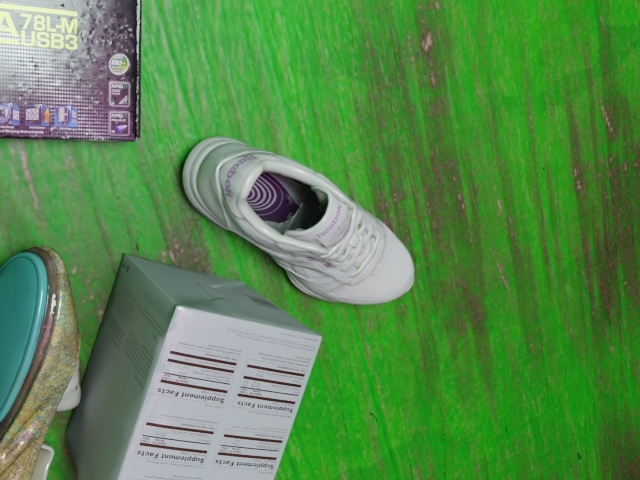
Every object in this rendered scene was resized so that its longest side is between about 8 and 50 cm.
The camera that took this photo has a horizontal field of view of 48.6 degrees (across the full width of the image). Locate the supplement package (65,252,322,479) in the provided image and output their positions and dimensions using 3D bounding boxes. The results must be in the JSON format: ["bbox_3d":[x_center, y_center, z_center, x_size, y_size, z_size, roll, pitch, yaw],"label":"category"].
[{"bbox_3d":[-0.130,0.144,0.684,0.149,0.194,0.203,17,94,-30],"label":"supplement package"}]

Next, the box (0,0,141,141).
[{"bbox_3d":[-0.256,-0.182,0.625,0.191,0.045,0.184,-2,105,-29],"label":"box"}]

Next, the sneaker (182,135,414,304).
[{"bbox_3d":[0.000,0.000,0.747,0.305,0.152,0.114,29,85,-32],"label":"sneaker"}]

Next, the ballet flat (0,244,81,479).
[{"bbox_3d":[-0.290,0.173,0.664,0.123,0.123,0.348,21,91,-31],"label":"ballet flat"}]
